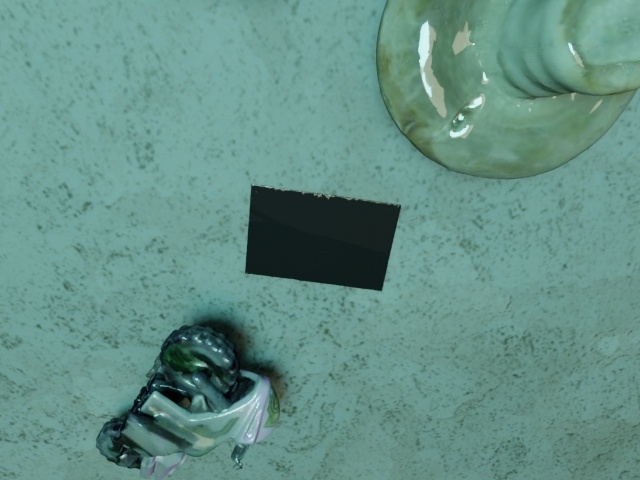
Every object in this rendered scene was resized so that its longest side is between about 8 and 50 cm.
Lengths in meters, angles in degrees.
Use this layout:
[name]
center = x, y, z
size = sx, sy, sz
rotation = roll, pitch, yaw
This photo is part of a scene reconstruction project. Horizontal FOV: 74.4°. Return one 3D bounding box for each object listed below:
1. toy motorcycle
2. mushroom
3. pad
[toy motorcycle]
center = -0.182, 0.251, 0.590
size = 0.188, 0.143, 0.327
rotation = 33, 118, -14
[mushroom]
center = 0.172, -0.161, 0.353
size = 0.243, 0.243, 0.244
rotation = 0, 115, 0
[pad]
center = 0.000, 0.000, 0.547
size = 0.190, 0.004, 0.127
rotation = 8, 114, -3
